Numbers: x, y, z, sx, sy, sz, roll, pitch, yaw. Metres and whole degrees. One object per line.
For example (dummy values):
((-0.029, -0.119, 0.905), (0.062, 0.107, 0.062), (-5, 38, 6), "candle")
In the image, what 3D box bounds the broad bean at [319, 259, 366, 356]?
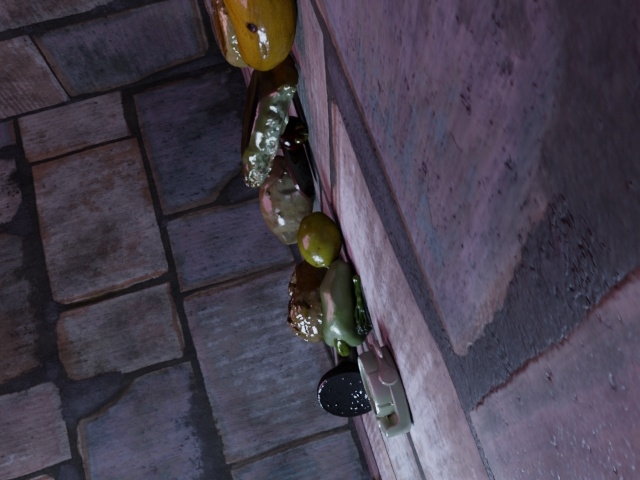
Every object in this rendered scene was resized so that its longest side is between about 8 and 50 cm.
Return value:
((0.044, 0.154, 1.611), (0.169, 0.100, 0.227), (-66, -32, -75), "broad bean")

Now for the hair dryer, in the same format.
((0.109, 0.346, 1.844), (0.284, 0.156, 0.320), (54, -164, -21), "hair dryer")

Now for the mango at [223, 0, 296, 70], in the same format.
((-0.107, -0.423, 1.292), (0.294, 0.120, 0.177), (78, 166, -60), "mango")

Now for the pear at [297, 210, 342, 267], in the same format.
((0.000, 0.000, 1.628), (0.107, 0.107, 0.131), (-148, 36, -83), "pear")

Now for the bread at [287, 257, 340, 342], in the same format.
((-0.019, 0.143, 1.795), (0.230, 0.123, 0.229), (-167, 90, -82), "bread")

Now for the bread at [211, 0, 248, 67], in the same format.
((-0.198, -0.559, 1.800), (0.244, 0.134, 0.244), (166, 90, -84), "bread")

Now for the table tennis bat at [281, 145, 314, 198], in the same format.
((-0.074, -0.248, 1.788), (0.173, 0.023, 0.301), (-6, -101, -73), "table tennis bat")

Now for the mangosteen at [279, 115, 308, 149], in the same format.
((-0.068, -0.249, 1.673), (0.081, 0.081, 0.080), (163, 90, -85), "mangosteen")

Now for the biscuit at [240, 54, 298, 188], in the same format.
((-0.130, -0.275, 1.624), (0.329, 0.078, 0.334), (-128, 46, -67), "biscuit")

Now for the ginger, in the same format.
((-0.102, -0.127, 2.030), (0.304, 0.155, 0.244), (-123, 15, -72), "ginger")

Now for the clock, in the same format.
((0.120, 0.280, 1.417), (0.151, 0.062, 0.190), (-138, 32, -81), "clock")

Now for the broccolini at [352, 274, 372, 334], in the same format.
((0.088, 0.139, 1.533), (0.035, 0.030, 0.139), (16, 122, 41), "broccolini")
